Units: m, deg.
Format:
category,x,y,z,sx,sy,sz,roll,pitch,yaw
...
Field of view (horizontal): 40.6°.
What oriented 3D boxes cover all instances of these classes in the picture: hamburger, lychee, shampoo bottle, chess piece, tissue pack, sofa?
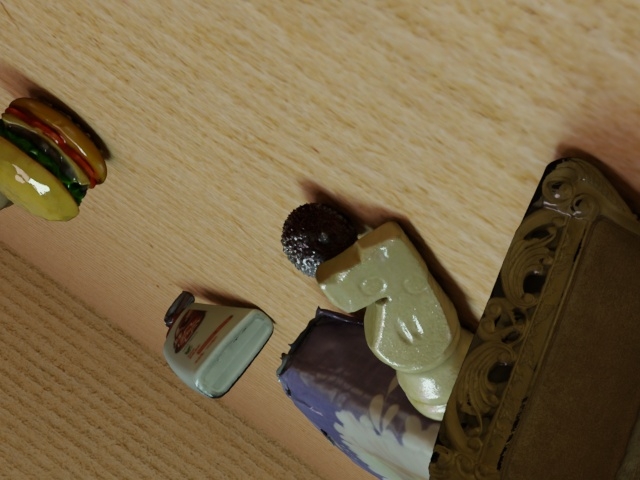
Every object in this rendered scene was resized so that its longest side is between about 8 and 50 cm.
category,x,y,z,sx,sy,sz,roll,pitch,yaw
hamburger,-0.342,-0.099,1.056,0.162,0.115,0.162,31,160,13
lychee,0.000,0.000,0.750,0.083,0.068,0.067,87,171,-73
shampoo bottle,-0.191,0.148,1.390,0.071,0.153,0.284,44,168,-29
chess piece,0.076,0.068,0.748,0.090,0.090,0.200,17,151,48
tissue pack,0.143,0.212,0.917,0.344,0.125,0.242,16,153,43
sofa,0.174,0.107,0.503,0.182,0.200,0.258,19,158,15

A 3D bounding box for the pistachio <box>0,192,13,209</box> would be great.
category,x,y,z,sx,sy,sz,roll,pitch,yaw
pistachio,-0.619,-0.109,1.600,0.113,0.113,0.149,31,147,18
